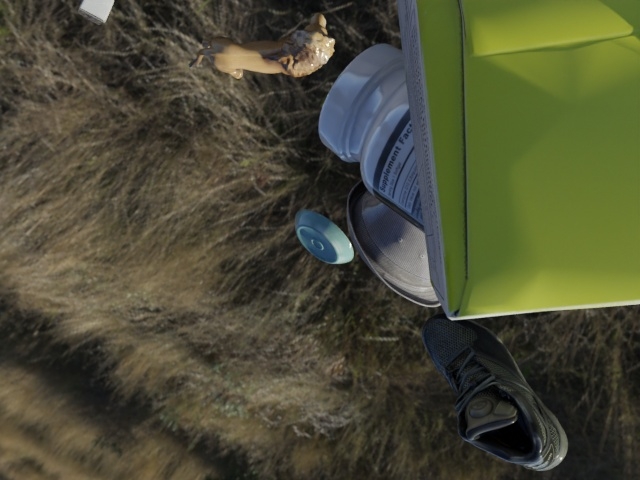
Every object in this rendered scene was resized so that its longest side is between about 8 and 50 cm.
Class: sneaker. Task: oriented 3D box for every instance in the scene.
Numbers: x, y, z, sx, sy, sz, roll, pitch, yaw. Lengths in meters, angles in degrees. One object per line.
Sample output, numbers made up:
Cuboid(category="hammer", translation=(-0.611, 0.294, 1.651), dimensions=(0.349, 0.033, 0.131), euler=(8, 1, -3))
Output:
Cuboid(category="sneaker", translation=(0.187, 0.166, 0.778), dimensions=(0.130, 0.087, 0.227), euler=(27, -156, -54))

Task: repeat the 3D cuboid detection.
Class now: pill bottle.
Cuboid(category="pill bottle", translation=(0.187, -0.105, 0.887), dimensions=(0.363, 0.210, 0.210), euler=(39, 151, 22))

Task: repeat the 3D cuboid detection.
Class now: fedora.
Cuboid(category="fedora", translation=(0.183, -0.025, 1.179), dimensions=(0.275, 0.243, 0.124), euler=(42, 140, -8))

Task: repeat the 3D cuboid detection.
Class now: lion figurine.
Cuboid(category="lion figurine", translation=(-0.159, -0.472, 1.677), dimensions=(0.392, 0.240, 0.142), euler=(-9, 104, 1))

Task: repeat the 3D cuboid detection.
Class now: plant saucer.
Cuboid(category="plant saucer", translation=(0.000, 0.000, 1.082), dimensions=(0.119, 0.021, 0.119), euler=(33, 154, 18))

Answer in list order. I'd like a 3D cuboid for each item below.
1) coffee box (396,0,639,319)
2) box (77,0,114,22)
Cuboid(category="coffee box", translation=(0.235, -0.135, 0.497), dimensions=(0.338, 0.338, 0.334), euler=(-6, 179, 8))
Cuboid(category="box", translation=(-0.271, -0.384, 0.886), dimensions=(0.038, 0.186, 0.145), euler=(25, -174, -26))
